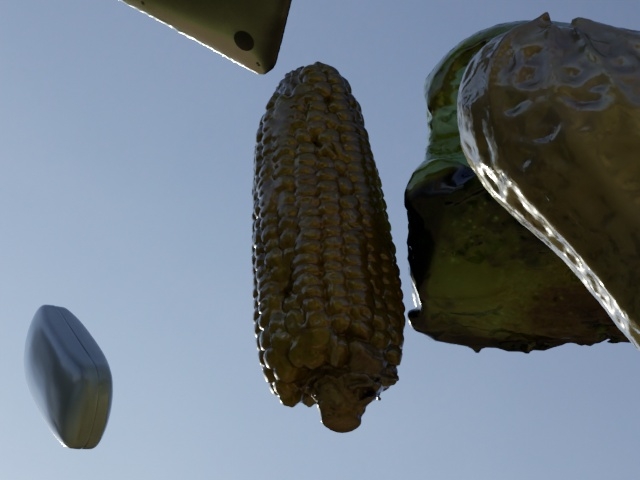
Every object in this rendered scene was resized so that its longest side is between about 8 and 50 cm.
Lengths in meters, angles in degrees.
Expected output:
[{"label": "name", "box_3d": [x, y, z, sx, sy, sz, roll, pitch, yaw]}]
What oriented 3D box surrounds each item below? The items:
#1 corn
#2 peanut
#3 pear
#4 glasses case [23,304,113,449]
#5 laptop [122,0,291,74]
[{"label": "corn", "box_3d": [0.000, 0.000, 0.852, 0.097, 0.261, 0.097, -5, -30, -3]}, {"label": "peanut", "box_3d": [0.141, -0.008, 0.512, 0.214, 0.098, 0.090, 51, -6, 20]}, {"label": "pear", "box_3d": [0.184, -0.058, 0.896, 0.238, 0.255, 0.164, -2, -51, 13]}, {"label": "glasses case", "box_3d": [-0.200, 0.104, 1.030, 0.045, 0.178, 0.067, 8, -77, -27]}, {"label": "laptop", "box_3d": [-0.078, -0.235, 0.715, 0.188, 0.015, 0.269, 30, -47, 15]}]
